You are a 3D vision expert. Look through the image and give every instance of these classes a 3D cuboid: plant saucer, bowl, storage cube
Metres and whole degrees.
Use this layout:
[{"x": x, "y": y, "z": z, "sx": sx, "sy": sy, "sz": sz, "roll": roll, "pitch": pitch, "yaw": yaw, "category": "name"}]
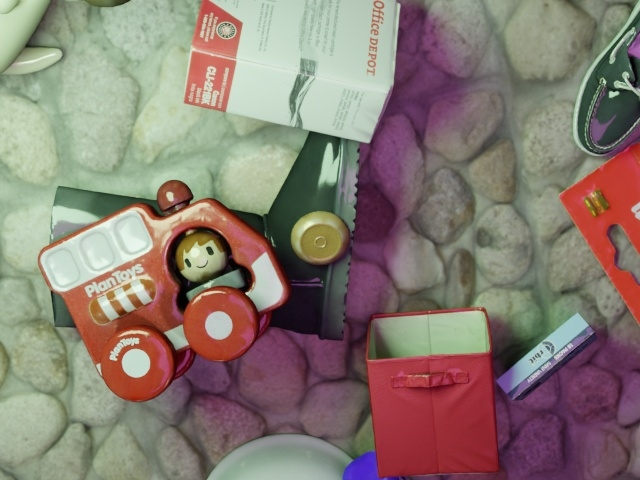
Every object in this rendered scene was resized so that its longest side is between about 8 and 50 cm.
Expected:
[{"x": 0.000, "y": 0.000, "z": 1.616, "sx": 0.083, "sy": 0.015, "sz": 0.083, "roll": -1, "pitch": 114, "yaw": -3, "category": "plant saucer"}, {"x": -0.049, "y": 0.466, "z": 1.807, "sx": 0.297, "sy": 0.134, "sz": 0.298, "roll": -1, "pitch": 103, "yaw": -4, "category": "bowl"}, {"x": 0.170, "y": 0.225, "z": 1.722, "sx": 0.183, "sy": 0.215, "sz": 0.193, "roll": -5, "pitch": 105, "yaw": 6, "category": "storage cube"}]

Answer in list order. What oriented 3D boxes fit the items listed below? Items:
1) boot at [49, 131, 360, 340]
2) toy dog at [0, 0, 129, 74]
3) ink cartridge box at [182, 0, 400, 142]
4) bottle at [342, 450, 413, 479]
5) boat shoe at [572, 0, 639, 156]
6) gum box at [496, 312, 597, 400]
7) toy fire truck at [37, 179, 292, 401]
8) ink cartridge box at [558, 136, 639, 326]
[{"x": -0.172, "y": -0.039, "z": 1.686, "sx": 0.445, "sy": 0.146, "sz": 0.367, "roll": 5, "pitch": 101, "yaw": 0, "category": "boot"}, {"x": -0.400, "y": -0.350, "z": 1.451, "sx": 0.407, "sy": 0.285, "sz": 0.395, "roll": -19, "pitch": 137, "yaw": 25, "category": "toy dog"}, {"x": -0.038, "y": -0.266, "z": 1.591, "sx": 0.272, "sy": 0.197, "sz": 0.114, "roll": 11, "pitch": 142, "yaw": -5, "category": "ink cartridge box"}, {"x": 0.147, "y": 0.447, "z": 1.805, "sx": 0.092, "sy": 0.118, "sz": 0.283, "roll": -34, "pitch": 123, "yaw": 16, "category": "bottle"}, {"x": 0.471, "y": -0.259, "z": 1.684, "sx": 0.114, "sy": 0.091, "sz": 0.303, "roll": 22, "pitch": 101, "yaw": -8, "category": "boat shoe"}, {"x": 0.346, "y": 0.179, "z": 1.737, "sx": 0.157, "sy": 0.184, "sz": 0.041, "roll": -41, "pitch": 75, "yaw": 7, "category": "gum box"}, {"x": -0.209, "y": 0.060, "z": 1.567, "sx": 0.302, "sy": 0.169, "sz": 0.254, "roll": -26, "pitch": 91, "yaw": 7, "category": "toy fire truck"}, {"x": 0.607, "y": -0.050, "z": 1.744, "sx": 0.385, "sy": 0.091, "sz": 0.308, "roll": -34, "pitch": 103, "yaw": 4, "category": "ink cartridge box"}]
